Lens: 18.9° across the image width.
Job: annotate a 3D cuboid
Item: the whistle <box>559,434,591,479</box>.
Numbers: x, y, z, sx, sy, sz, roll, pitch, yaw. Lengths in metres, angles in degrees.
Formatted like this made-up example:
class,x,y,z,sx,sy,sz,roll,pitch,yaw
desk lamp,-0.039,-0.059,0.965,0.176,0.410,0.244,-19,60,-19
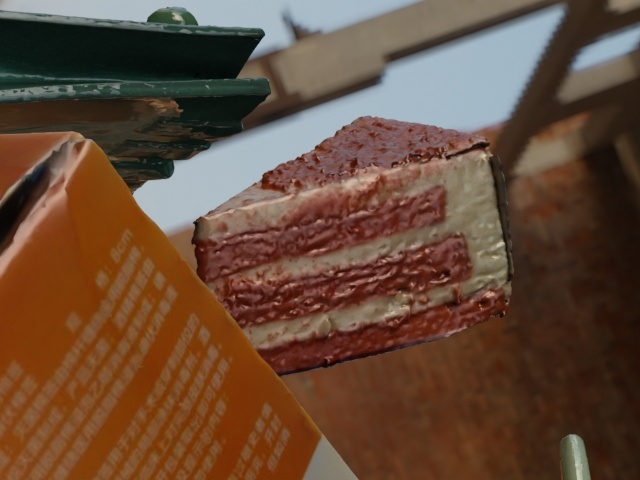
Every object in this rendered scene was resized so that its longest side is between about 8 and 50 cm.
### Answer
class,x,y,z,sx,sy,sz,roll,pitch,yaw
whistle,0.236,0.282,1.701,0.110,0.092,0.244,79,10,-49

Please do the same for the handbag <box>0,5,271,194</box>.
class,x,y,z,sx,sy,sz,roll,pitch,yaw
handbag,-0.206,-0.103,1.344,0.268,0.274,0.100,151,-66,-63

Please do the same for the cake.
class,x,y,z,sx,sy,sz,roll,pitch,yaw
cake,0.000,0.000,1.520,0.159,0.262,0.158,-149,-131,-63

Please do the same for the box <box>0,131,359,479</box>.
class,x,y,z,sx,sy,sz,roll,pitch,yaw
box,-0.108,0.119,0.712,0.225,0.143,0.341,0,-42,39
